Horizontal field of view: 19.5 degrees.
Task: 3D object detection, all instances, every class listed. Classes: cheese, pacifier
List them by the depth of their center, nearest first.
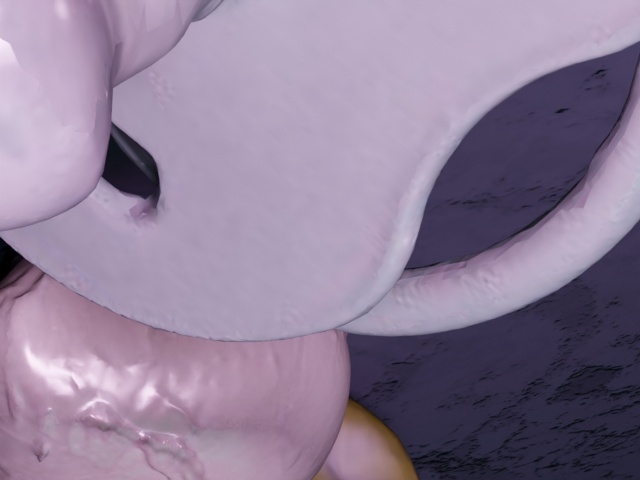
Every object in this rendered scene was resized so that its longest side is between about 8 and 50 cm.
[{"bbox_3d":[-0.037,-0.075,0.526,0.343,0.288,0.269,-49,177,40],"label":"pacifier"},{"bbox_3d":[-0.082,0.072,0.921,0.189,0.154,0.198,7,152,-10],"label":"cheese"}]

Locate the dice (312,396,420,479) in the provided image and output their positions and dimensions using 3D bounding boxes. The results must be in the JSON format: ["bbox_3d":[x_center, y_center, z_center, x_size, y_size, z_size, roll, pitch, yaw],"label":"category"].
[{"bbox_3d":[-0.068,0.236,1.161,0.238,0.227,0.233,-2,146,-27],"label":"dice"}]
